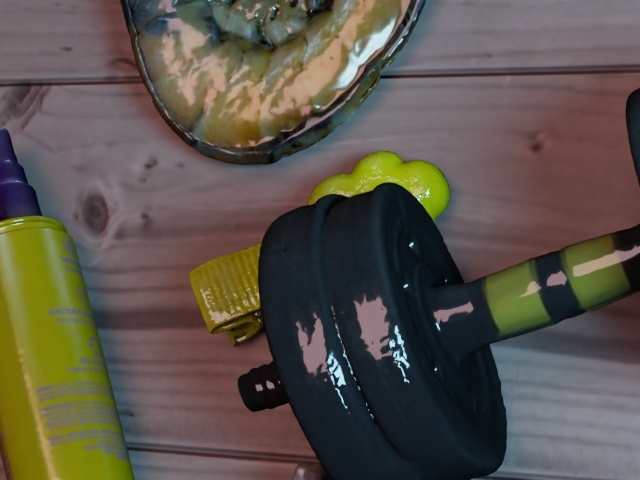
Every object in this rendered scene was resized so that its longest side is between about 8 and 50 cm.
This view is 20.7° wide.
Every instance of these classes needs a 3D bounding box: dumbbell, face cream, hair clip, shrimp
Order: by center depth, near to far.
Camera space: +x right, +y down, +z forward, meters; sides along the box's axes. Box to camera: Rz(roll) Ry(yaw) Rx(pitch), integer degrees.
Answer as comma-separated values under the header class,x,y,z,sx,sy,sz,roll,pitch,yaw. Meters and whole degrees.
class,x,y,z,sx,sy,sz,roll,pitch,yaw
dumbbell,0.130,0.024,0.942,0.388,0.185,0.185,-20,68,19
hair clip,0.000,0.000,1.086,0.173,0.046,0.072,-28,69,13
face cream,-0.188,0.049,1.140,0.078,0.078,0.273,-25,67,17
shrimp,-0.044,-0.197,1.156,0.222,0.054,0.290,-33,68,14

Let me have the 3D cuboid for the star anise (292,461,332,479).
class,x,y,z,sx,sy,sz,roll,pitch,yaw
star anise,-0.030,0.253,0.995,0.223,0.109,0.236,-44,45,-18
